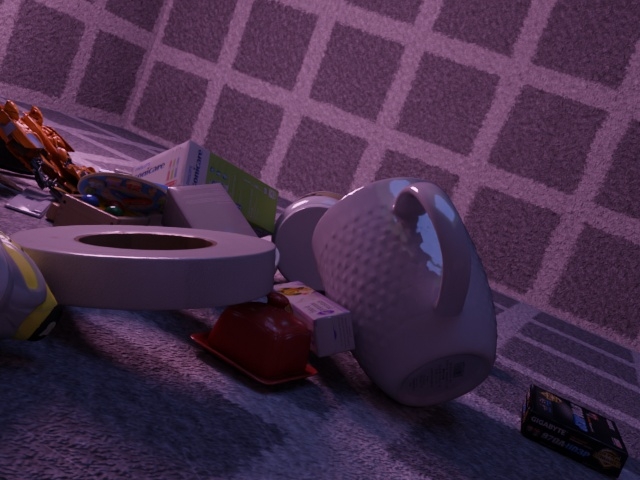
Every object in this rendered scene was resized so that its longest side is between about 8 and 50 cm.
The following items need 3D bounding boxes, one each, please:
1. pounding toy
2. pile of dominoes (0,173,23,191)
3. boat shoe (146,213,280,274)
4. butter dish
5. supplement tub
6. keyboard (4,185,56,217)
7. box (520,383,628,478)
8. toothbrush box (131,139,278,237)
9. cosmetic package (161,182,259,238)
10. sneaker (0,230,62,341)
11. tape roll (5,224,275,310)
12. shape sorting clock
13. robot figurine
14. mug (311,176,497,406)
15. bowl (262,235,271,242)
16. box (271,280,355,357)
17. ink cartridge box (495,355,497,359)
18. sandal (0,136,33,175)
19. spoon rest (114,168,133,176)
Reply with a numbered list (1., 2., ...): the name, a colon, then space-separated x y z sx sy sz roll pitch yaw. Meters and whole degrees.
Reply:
1. pounding toy: -0.455 -0.051 1.413 0.206 0.094 0.181 24 8 13
2. pile of dominoes: -0.733 -0.181 1.458 0.196 0.040 0.251 23 -12 8
3. boat shoe: -0.250 0.031 1.517 0.320 0.116 0.099 13 -37 -4
4. butter dish: -0.082 0.134 1.055 0.160 0.118 0.160 26 9 28
5. supplement tub: 0.000 0.000 1.769 0.236 0.235 0.325 22 7 0
6. keyboard: -0.623 -0.087 1.527 0.072 0.014 0.256 14 9 -15
7. box: 0.467 0.349 1.312 0.175 0.051 0.220 24 7 16
8. toothbrush box: -0.269 -0.094 1.630 0.206 0.122 0.283 -15 -32 38
9. cosmetic package: -0.215 -0.008 1.397 0.127 0.107 0.238 -6 44 -32
10. sneaker: -0.454 0.028 0.854 0.385 0.145 0.147 29 -15 43
11. tape roll: -0.262 0.031 1.050 0.393 0.071 0.392 3 7 0
12. shape sorting clock: -0.405 -0.089 1.476 0.206 0.040 0.206 5 -26 2
13. robot figurine: -0.628 -0.193 1.640 0.291 0.085 0.211 47 9 2
14. mug: 0.160 0.069 1.172 0.277 0.374 0.328 -6 50 -14
15. bowl: -0.201 -0.002 1.926 0.142 0.053 0.142 23 8 20
16. box: -0.023 0.128 1.228 0.063 0.067 0.324 -10 9 -15
17. ink cartridge box: 0.303 0.239 1.649 0.207 0.046 0.097 22 7 3
18. sandal: -0.842 -0.249 1.652 0.107 0.167 0.446 -4 -16 34
19. spoon rest: -0.466 -0.078 1.712 0.137 0.084 0.276 15 23 -31
